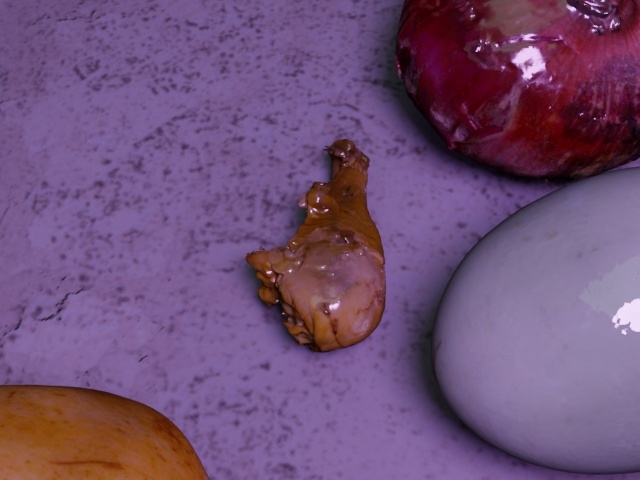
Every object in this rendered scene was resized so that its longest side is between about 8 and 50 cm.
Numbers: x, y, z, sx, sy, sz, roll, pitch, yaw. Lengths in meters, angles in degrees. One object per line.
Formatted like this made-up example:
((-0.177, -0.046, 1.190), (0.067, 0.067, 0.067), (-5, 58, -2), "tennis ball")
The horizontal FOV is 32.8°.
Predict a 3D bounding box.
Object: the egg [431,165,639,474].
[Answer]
((0.214, 0.053, 0.744), (0.283, 0.203, 0.203), (-16, 58, 2), "egg")

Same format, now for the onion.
((0.187, -0.164, 0.889), (0.246, 0.190, 0.246), (4, 67, -10), "onion")

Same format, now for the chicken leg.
((0.003, 0.000, 0.876), (0.101, 0.085, 0.207), (-6, 49, 15), "chicken leg")

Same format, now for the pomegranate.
((-0.181, 0.214, 0.659), (0.264, 0.264, 0.264), (-3, 59, 4), "pomegranate")
